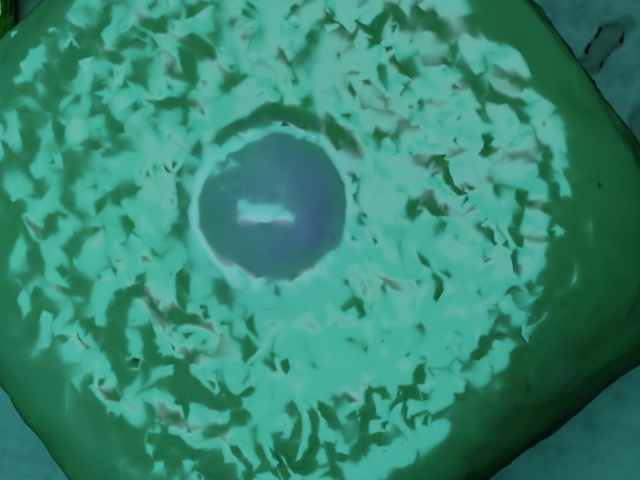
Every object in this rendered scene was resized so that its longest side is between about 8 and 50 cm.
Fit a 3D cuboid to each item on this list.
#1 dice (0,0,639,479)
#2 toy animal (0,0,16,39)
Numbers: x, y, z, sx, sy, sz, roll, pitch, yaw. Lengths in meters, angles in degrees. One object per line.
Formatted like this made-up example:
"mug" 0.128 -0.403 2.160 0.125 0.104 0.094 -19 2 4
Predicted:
"dice" 0.000 0.000 1.008 0.322 0.330 0.318 -38 80 5
"toy animal" -0.237 -0.166 1.232 0.075 0.041 0.217 4 81 -4
